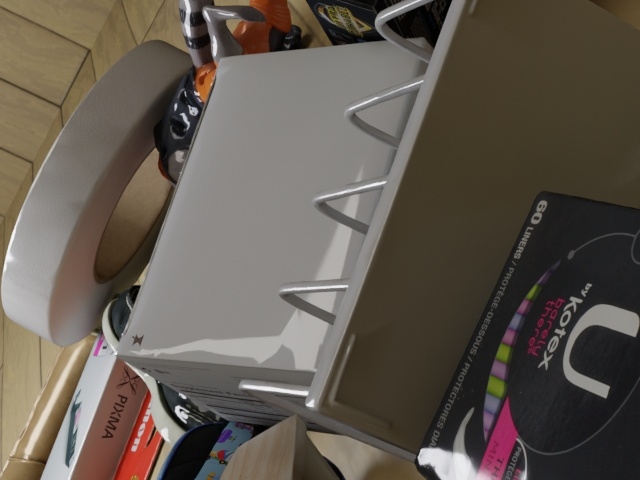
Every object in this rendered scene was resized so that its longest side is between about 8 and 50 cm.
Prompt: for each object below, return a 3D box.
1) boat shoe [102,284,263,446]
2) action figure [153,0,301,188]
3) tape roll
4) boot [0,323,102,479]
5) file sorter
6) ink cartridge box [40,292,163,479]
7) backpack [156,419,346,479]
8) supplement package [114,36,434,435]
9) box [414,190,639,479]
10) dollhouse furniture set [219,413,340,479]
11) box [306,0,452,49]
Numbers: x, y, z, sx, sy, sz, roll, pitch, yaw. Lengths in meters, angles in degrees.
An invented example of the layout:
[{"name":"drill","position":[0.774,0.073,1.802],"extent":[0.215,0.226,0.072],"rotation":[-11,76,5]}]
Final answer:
[{"name":"boat shoe","position":[-0.125,0.101,1.376],"extent":[0.113,0.127,0.340],"rotation":[-60,22,9]},{"name":"action figure","position":[-0.101,-0.188,1.547],"extent":[0.341,0.178,0.330],"rotation":[-83,11,-50]},{"name":"tape roll","position":[-0.247,-0.054,1.688],"extent":[0.392,0.072,0.392],"rotation":[-61,-8,-15]},{"name":"boot","position":[-0.342,0.239,1.805],"extent":[0.269,0.089,0.236],"rotation":[-64,21,-1]},{"name":"file sorter","position":[0.093,0.004,0.856],"extent":[0.173,0.193,0.277],"rotation":[-10,57,66]},{"name":"ink cartridge box","position":[-0.234,0.192,1.635],"extent":[0.239,0.060,0.275],"rotation":[-12,55,66]},{"name":"backpack","position":[-0.061,0.224,1.048],"extent":[0.173,0.158,0.117],"rotation":[-71,-1,-56]},{"name":"supplement package","position":[0.000,0.000,1.057],"extent":[0.204,0.145,0.262],"rotation":[1,65,39]},{"name":"box","position":[0.180,0.088,0.618],"extent":[0.165,0.143,0.270],"rotation":[-66,21,-2]},{"name":"dollhouse furniture set","position":[-0.086,0.290,0.738],"extent":[0.303,0.198,0.286],"rotation":[-32,14,10]},{"name":"box","position":[0.095,-0.272,1.122],"extent":[0.295,0.073,0.293],"rotation":[40,-110,-73]}]
